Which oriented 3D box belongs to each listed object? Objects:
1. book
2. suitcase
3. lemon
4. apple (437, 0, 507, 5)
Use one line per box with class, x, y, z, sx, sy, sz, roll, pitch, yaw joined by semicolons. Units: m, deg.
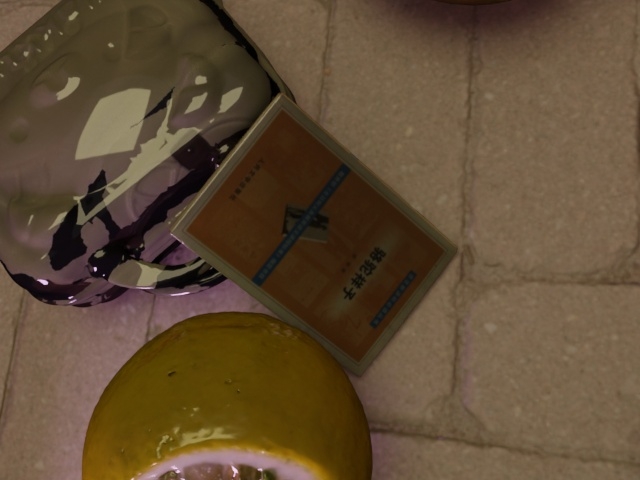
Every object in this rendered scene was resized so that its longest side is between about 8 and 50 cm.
book;0.000;0.000;0.676;0.241;0.018;0.170;39;87;-17
suitcase;-0.198;-0.099;0.734;0.351;0.194;0.339;-40;73;1
lemon;-0.076;0.171;0.613;0.240;0.219;0.240;-2;117;-4
apple;0.155;-0.396;0.667;0.319;0.319;0.277;37;64;20
